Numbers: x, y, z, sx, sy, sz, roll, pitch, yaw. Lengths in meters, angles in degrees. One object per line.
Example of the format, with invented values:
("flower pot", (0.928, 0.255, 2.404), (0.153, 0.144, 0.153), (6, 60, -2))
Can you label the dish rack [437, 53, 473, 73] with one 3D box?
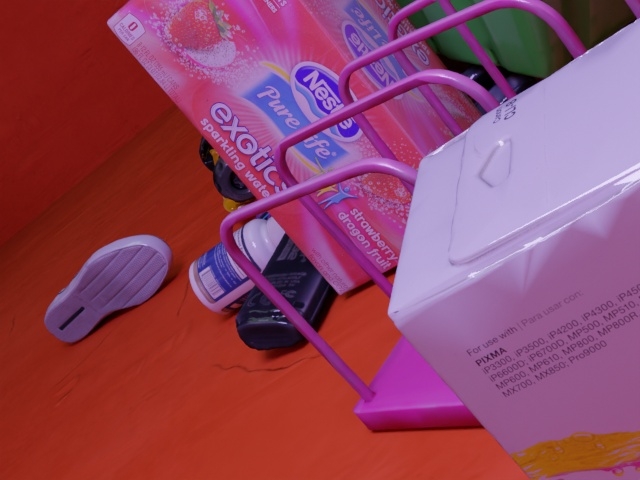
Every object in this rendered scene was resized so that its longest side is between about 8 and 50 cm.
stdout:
("dish rack", (0.190, -0.282, 1.188), (0.208, 0.074, 0.271), (-15, 31, 55))

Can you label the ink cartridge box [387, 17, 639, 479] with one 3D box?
("ink cartridge box", (0.130, 0.026, 0.375), (0.127, 0.176, 0.128), (-34, 19, 25))

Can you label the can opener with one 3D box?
("can opener", (0.115, -0.109, 0.949), (0.186, 0.059, 0.073), (-37, 18, 13))

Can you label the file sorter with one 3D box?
("file sorter", (0.107, -0.056, 0.620), (0.202, 0.182, 0.290), (-17, 30, 54))

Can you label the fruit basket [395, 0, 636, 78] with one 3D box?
("fruit basket", (0.129, -0.366, 0.890), (0.283, 0.392, 0.392), (-36, 14, -21))

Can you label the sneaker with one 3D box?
("sneaker", (-0.289, 0.048, 1.390), (0.258, 0.094, 0.091), (-31, 24, 35))

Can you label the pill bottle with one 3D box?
("pill bottle", (-0.070, 0.020, 1.023), (0.120, 0.067, 0.067), (-34, 18, 24))

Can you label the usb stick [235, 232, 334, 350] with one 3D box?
("usb stick", (0.000, 0.000, 0.947), (0.077, 0.045, 0.278), (-5, 33, 26))

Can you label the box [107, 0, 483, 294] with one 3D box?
("box", (-0.001, -0.126, 0.831), (0.154, 0.300, 0.142), (-29, 19, 32))

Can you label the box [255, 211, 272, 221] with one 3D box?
("box", (-0.026, -0.042, 1.147), (0.116, 0.029, 0.162), (-36, 19, 17))

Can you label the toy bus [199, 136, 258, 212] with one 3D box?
("toy bus", (-0.056, -0.162, 1.300), (0.211, 0.220, 0.149), (-14, 26, -13))
